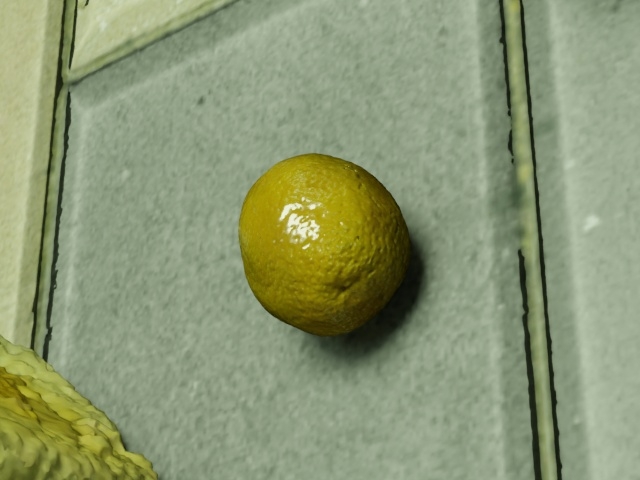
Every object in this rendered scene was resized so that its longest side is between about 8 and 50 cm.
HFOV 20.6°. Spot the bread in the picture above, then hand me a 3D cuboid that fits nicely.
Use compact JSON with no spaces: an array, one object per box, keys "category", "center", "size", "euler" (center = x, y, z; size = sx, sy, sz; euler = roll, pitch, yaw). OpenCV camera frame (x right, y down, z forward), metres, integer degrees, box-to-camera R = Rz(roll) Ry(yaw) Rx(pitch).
[{"category":"bread","center":[-0.194,0.157,0.886],"size":[0.204,0.162,0.262],"euler":[-53,0,4]}]

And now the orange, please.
[{"category":"orange","center":[0.000,0.000,0.865],"size":[0.085,0.085,0.095],"euler":[-43,37,12]}]
